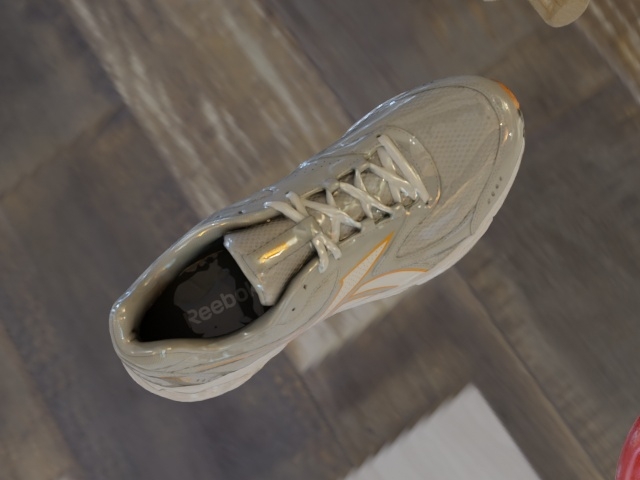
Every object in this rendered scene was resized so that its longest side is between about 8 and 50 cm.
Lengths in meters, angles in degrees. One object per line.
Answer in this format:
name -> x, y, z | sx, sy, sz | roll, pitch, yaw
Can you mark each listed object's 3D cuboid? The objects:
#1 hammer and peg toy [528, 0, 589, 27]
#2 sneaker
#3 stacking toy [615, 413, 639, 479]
hammer and peg toy -> 0.259, -0.310, 1.298 | 0.266, 0.361, 0.127 | -15, 57, -30
sneaker -> 0.000, 0.000, 1.062 | 0.262, 0.121, 0.099 | -37, 83, 1
stacking toy -> 0.202, 0.052, 0.738 | 0.141, 0.330, 0.141 | 7, 105, 27
